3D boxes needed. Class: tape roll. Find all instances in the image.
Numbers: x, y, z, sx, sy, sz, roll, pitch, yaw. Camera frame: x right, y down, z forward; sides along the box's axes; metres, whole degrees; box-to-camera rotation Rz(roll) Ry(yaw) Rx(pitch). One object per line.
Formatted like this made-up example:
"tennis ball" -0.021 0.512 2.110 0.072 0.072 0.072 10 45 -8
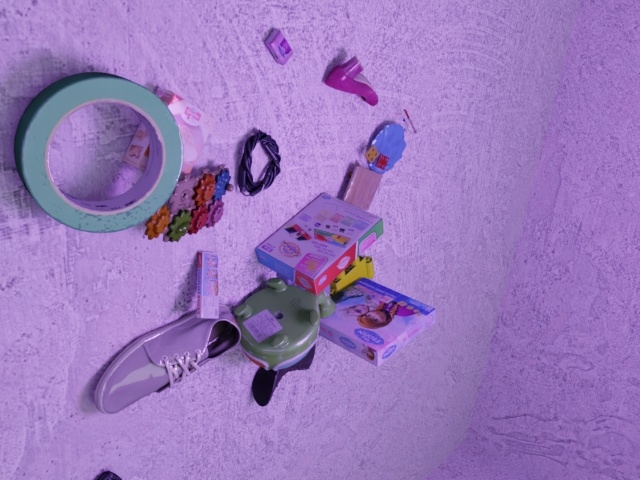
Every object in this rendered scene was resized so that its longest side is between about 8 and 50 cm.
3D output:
"tape roll" -0.443 -0.176 1.285 0.321 0.077 0.321 -15 118 -30

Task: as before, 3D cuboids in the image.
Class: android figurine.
"android figurine" 0.109 0.165 2.308 0.248 0.056 0.272 -39 136 -32

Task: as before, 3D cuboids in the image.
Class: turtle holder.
"turtle holder" -0.114 0.253 1.937 0.227 0.243 0.320 93 20 -48

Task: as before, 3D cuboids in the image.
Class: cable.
"cable" -0.161 -0.214 1.725 0.151 0.047 0.184 -22 127 -45

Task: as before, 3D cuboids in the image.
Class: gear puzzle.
"gear puzzle" -0.308 -0.079 1.518 0.339 0.044 0.175 -33 144 -63

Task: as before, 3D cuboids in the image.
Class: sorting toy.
"sorting toy" 0.133 -0.188 2.113 0.132 0.046 0.274 12 104 -46

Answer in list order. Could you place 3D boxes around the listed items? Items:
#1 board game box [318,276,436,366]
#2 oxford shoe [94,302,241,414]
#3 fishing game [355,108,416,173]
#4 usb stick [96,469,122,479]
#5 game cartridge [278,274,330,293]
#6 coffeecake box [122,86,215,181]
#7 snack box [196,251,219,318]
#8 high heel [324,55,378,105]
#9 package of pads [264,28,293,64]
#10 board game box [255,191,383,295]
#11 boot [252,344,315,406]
"board game box" 0.167 0.261 2.120 0.318 0.319 0.065 -28 128 -41
"oxford shoe" -0.391 0.316 1.687 0.449 0.130 0.169 -31 135 -37
"fishing game" 0.227 -0.319 2.173 0.264 0.041 0.189 -50 142 -5
"usb stick" -0.648 0.748 1.693 0.278 0.045 0.077 -51 136 -19
"game cartridge" -0.053 0.117 2.069 0.198 0.062 0.297 -39 138 -38
"coffeecake box" -0.346 -0.233 1.452 0.142 0.068 0.185 26 89 -54
"snack box" -0.303 0.121 1.703 0.064 0.022 0.178 11 76 -52
"high heel" 0.098 -0.454 1.909 0.117 0.082 0.244 -35 158 7
"package of pads" -0.107 -0.500 1.629 0.050 0.032 0.083 -55 144 -11
"board game box" 0.000 0.000 1.900 0.316 0.242 0.064 -41 141 -29
"boot" -0.109 0.437 2.162 0.229 0.091 0.263 9 101 -54
